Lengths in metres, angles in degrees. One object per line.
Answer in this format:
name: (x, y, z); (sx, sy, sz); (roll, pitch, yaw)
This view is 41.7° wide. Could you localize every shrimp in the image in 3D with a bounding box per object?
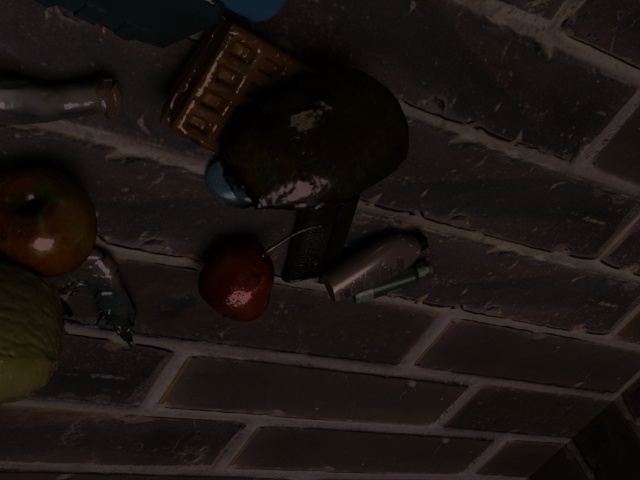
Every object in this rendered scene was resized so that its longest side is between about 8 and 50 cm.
shrimp: (-0.482, 0.129, 1.723); (0.178, 0.075, 0.289); (-12, 139, -2)

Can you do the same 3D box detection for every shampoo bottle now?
shampoo bottle: (0.170, 0.093, 2.000); (0.205, 0.065, 0.065); (-17, 138, -9)
shampoo bottle: (0.131, 0.052, 1.912); (0.257, 0.078, 0.127); (-25, 140, -11)

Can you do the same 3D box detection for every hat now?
hat: (-0.124, -0.120, 1.626); (0.191, 0.078, 0.138); (-23, 135, -2)

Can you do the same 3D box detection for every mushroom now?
mushroom: (-0.435, -0.230, 1.368); (0.223, 0.081, 0.092); (-3, 154, -26)

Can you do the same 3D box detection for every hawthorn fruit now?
hawthorn fruit: (-0.125, 0.043, 1.748); (0.285, 0.165, 0.165); (-44, 135, 12)

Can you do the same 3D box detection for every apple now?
apple: (-0.488, -0.028, 1.470); (0.196, 0.196, 0.196); (-13, 137, -13)

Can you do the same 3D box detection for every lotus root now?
lotus root: (-0.002, -0.175, 1.397); (0.314, 0.210, 0.142); (-28, 143, -30)

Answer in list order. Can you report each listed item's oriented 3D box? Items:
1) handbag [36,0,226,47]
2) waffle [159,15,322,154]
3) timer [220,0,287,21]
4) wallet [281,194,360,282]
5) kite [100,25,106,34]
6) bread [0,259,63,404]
handbag: (-0.280, -0.375, 1.162); (0.269, 0.274, 0.100); (17, 81, -27)
waffle: (-0.094, -0.228, 1.475); (0.328, 0.098, 0.224); (25, 106, -36)
timer: (-0.108, -0.475, 1.294); (0.232, 0.091, 0.250); (-45, 146, 21)
wallet: (0.000, 0.000, 1.837); (0.133, 0.039, 0.243); (-7, 138, -25)
kite: (-0.328, -0.424, 1.271); (0.125, 0.008, 0.222); (-25, 138, 0)
bread: (-0.599, 0.161, 1.406); (0.321, 0.237, 0.320); (7, 153, 4)
